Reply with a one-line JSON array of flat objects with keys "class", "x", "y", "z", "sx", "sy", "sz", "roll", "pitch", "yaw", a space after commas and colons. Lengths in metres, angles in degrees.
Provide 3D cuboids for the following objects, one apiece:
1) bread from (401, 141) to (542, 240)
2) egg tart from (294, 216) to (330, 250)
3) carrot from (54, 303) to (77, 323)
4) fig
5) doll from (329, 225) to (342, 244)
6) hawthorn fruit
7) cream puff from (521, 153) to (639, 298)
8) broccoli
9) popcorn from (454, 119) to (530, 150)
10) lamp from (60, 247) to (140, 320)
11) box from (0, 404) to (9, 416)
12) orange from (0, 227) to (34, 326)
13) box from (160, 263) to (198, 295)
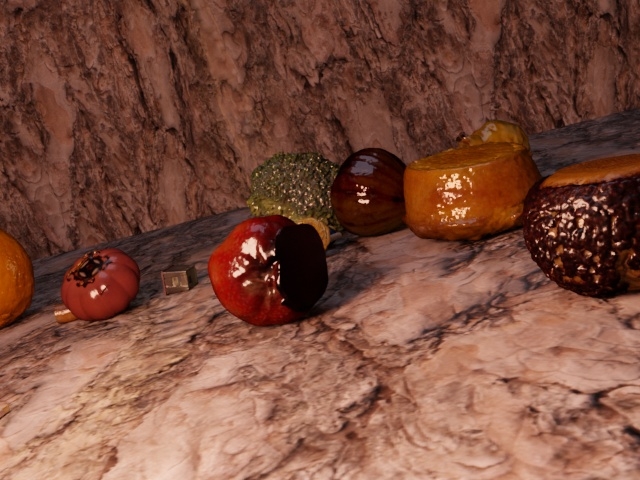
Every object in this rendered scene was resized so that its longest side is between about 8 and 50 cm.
[{"class": "bread", "x": 0.306, "y": -0.101, "z": 1.624, "sx": 0.312, "sy": 0.173, "sz": 0.312, "roll": -12, "pitch": 10, "yaw": 2}, {"class": "egg tart", "x": -0.030, "y": 0.005, "z": 1.806, "sx": 0.130, "sy": 0.052, "sz": 0.130, "roll": -14, "pitch": 51, "yaw": 17}, {"class": "carrot", "x": -0.542, "y": 0.154, "z": 1.828, "sx": 0.139, "sy": 0.048, "sz": 0.048, "roll": -14, "pitch": 8, "yaw": -7}, {"class": "fig", "x": 0.189, "y": -0.097, "z": 1.864, "sx": 0.320, "sy": 0.217, "sz": 0.217, "roll": 14, "pitch": 22, "yaw": 27}, {"class": "doll", "x": 0.000, "y": 0.000, "z": 1.893, "sx": 0.098, "sy": 0.058, "sz": 0.143, "roll": -10, "pitch": 15, "yaw": 22}, {"class": "hawthorn fruit", "x": -0.094, "y": 0.051, "z": 1.322, "sx": 0.189, "sy": 0.190, "sz": 0.251, "roll": -18, "pitch": 2, "yaw": -19}, {"class": "cream puff", "x": 0.378, "y": -0.021, "z": 1.011, "sx": 0.239, "sy": 0.165, "sz": 0.239, "roll": -14, "pitch": 9, "yaw": 2}, {"class": "broccoli", "x": -0.051, "y": -0.110, "z": 2.091, "sx": 0.288, "sy": 0.260, "sz": 0.235, "roll": 35, "pitch": 12, "yaw": 16}, {"class": "popcorn", "x": 0.418, "y": -0.192, "z": 1.996, "sx": 0.253, "sy": 0.191, "sz": 0.190, "roll": -28, "pitch": -1, "yaw": -23}, {"class": "lamp", "x": -0.485, "y": 0.103, "z": 1.760, "sx": 0.182, "sy": 0.140, "sz": 0.182, "roll": -13, "pitch": 41, "yaw": 12}, {"class": "box", "x": -0.510, "y": 0.265, "z": 1.172, "sx": 0.083, "sy": 0.012, "sz": 0.046, "roll": -13, "pitch": 8, "yaw": 11}, {"class": "orange", "x": -0.899, "y": 0.093, "z": 1.983, "sx": 0.340, "sy": 0.294, "sz": 0.340, "roll": -12, "pitch": 8, "yaw": 2}, {"class": "box", "x": -0.330, "y": 0.089, "z": 1.860, "sx": 0.063, "sy": 0.060, "sz": 0.085, "roll": -8, "pitch": 8, "yaw": 10}]
